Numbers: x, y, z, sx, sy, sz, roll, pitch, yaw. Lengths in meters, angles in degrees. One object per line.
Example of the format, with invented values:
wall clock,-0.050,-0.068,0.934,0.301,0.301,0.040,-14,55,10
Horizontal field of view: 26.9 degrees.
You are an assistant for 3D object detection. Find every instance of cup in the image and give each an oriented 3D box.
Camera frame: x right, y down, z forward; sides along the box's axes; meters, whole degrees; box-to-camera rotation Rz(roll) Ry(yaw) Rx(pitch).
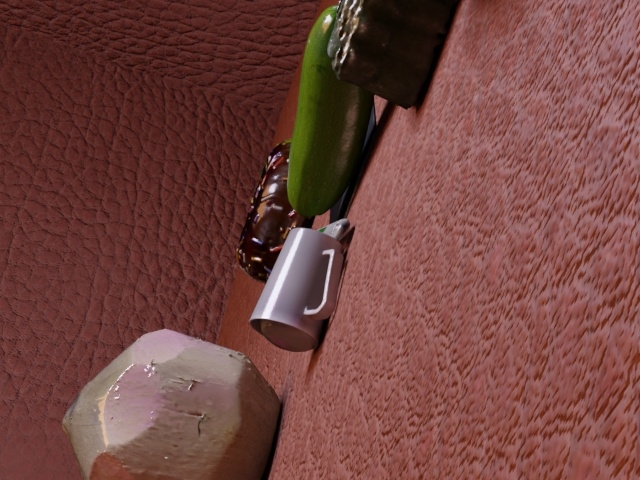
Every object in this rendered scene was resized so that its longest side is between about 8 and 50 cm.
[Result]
cup,-0.013,0.050,1.364,0.104,0.074,0.116,-12,52,56

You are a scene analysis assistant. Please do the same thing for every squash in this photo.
squash,0.013,-0.137,1.442,0.292,0.082,0.082,100,-178,-48

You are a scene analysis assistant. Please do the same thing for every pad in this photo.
pad,0.036,-0.087,1.588,0.243,0.004,0.164,-87,16,-71

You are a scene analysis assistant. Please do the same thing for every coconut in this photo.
coconut,-0.173,0.216,1.511,0.227,0.230,0.227,-161,90,-86

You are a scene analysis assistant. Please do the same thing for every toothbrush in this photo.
toothbrush,0.002,0.001,1.519,0.304,0.030,0.030,155,133,-79

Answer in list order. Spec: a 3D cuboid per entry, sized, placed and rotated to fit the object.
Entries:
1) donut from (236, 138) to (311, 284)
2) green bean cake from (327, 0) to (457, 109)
donut,-0.060,-0.043,1.978,0.235,0.089,0.235,-161,90,-83
green bean cake,0.070,-0.227,1.228,0.173,0.094,0.181,-86,16,-71
